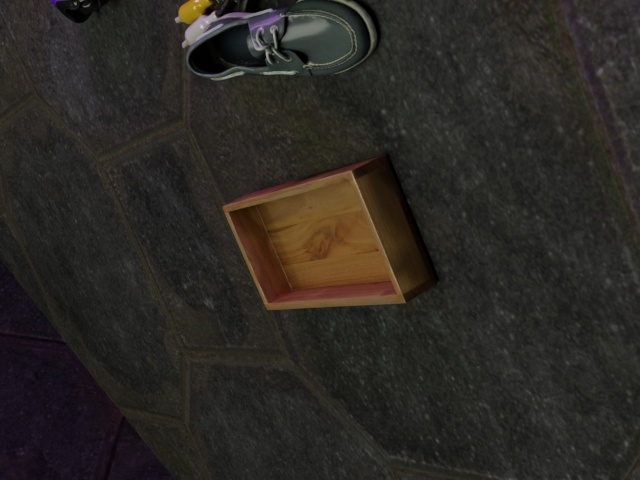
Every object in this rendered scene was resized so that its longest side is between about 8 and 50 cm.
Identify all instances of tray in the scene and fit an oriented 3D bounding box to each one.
[{"bbox_3d":[0.000,0.000,1.496,0.411,0.076,0.203,-9,106,59],"label":"tray"}]

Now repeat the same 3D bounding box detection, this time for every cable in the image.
[{"bbox_3d":[-0.132,-0.355,1.415,0.139,0.072,0.287,54,148,2],"label":"cable"}]

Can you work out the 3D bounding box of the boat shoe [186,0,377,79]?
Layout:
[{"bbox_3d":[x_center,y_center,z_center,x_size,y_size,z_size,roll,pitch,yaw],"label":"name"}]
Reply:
[{"bbox_3d":[-0.063,-0.269,1.318,0.319,0.099,0.116,7,126,42],"label":"boat shoe"}]

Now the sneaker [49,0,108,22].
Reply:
[{"bbox_3d":[-0.440,-0.504,1.743,0.146,0.102,0.293,53,152,2],"label":"sneaker"}]
